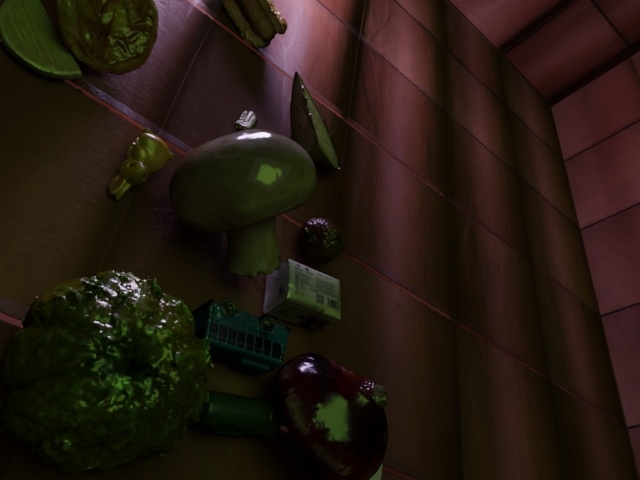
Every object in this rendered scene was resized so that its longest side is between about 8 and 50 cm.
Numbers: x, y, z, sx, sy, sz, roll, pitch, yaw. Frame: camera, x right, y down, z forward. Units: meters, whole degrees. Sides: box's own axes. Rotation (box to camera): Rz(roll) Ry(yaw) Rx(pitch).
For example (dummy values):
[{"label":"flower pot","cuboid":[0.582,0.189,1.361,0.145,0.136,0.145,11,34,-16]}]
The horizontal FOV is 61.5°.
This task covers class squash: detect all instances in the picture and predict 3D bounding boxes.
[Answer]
[{"label":"squash","cuboid":[0.003,-0.304,1.466,0.155,0.204,0.236,-3,65,-21]}]

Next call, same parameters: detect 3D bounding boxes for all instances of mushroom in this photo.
[{"label":"mushroom","cuboid":[-0.141,-0.074,1.092,0.297,0.298,0.290,-33,111,-50]}]

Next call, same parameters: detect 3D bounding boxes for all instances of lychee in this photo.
[{"label":"lychee","cuboid":[0.000,0.000,1.296,0.146,0.114,0.114,16,52,-63]}]

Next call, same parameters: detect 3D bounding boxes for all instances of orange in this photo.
[{"label":"orange","cuboid":[-0.299,0.194,0.794,0.301,0.223,0.300,34,50,-25]}]

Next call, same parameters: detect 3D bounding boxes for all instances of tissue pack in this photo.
[{"label":"tissue pack","cuboid":[-0.039,0.123,1.184,0.149,0.099,0.106,26,47,-31]}]

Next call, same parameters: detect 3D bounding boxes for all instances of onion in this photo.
[{"label":"onion","cuboid":[0.042,0.319,1.033,0.272,0.195,0.272,49,14,-17]}]

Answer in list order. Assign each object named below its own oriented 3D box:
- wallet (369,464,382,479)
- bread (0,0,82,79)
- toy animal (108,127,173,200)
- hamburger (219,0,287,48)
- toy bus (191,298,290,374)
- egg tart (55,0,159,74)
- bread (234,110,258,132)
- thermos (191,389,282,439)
[{"label":"wallet","cuboid":[0.071,0.506,1.097,0.124,0.032,0.182,35,43,-22]},{"label":"bread","cuboid":[-0.566,-0.391,1.052,0.112,0.036,0.193,-33,93,-45]},{"label":"toy animal","cuboid":[-0.361,-0.141,1.070,0.083,0.070,0.159,39,48,-22]},{"label":"hamburger","cuboid":[-0.200,-0.674,1.543,0.262,0.124,0.131,58,22,-4]},{"label":"toy bus","cuboid":[-0.156,0.191,1.036,0.185,0.090,0.106,25,50,-29]},{"label":"egg tart","cuboid":[-0.451,-0.472,1.128,0.241,0.106,0.241,-29,128,-46]},{"label":"bread","cuboid":[-0.188,-0.295,1.361,0.049,0.033,0.088,26,43,-11]},{"label":"thermos","cuboid":[-0.165,0.314,0.960,0.188,0.073,0.083,21,52,-33]}]
